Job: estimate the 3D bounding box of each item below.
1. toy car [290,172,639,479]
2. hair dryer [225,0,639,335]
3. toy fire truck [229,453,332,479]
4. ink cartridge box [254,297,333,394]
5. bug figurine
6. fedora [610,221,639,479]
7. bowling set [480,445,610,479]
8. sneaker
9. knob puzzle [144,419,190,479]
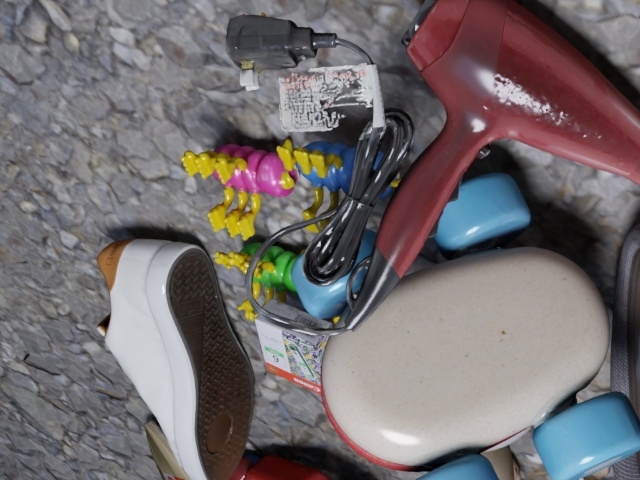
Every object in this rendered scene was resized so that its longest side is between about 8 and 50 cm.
[{"bbox_3d":[0.101,0.109,0.985,0.238,0.210,0.219,91,155,-69],"label":"toy car"},{"bbox_3d":[0.086,-0.062,0.875,0.294,0.080,0.223,-6,101,5],"label":"hair dryer"},{"bbox_3d":[-0.007,0.350,1.385,0.254,0.169,0.302,30,144,35],"label":"toy fire truck"},{"bbox_3d":[-0.017,0.104,1.127,0.063,0.029,0.115,21,144,24],"label":"ink cartridge box"},{"bbox_3d":[0.000,0.000,1.074,0.216,0.072,0.279,17,143,30],"label":"bug figurine"},{"bbox_3d":[0.285,0.107,0.900,0.124,0.243,0.275,-4,119,1],"label":"fedora"},{"bbox_3d":[0.223,0.256,1.152,0.200,0.154,0.287,3,133,8],"label":"bowling set"},{"bbox_3d":[-0.148,0.118,1.286,0.123,0.106,0.290,11,125,32],"label":"sneaker"},{"bbox_3d":[-0.140,0.284,1.460,0.213,0.030,0.213,50,159,28],"label":"knob puzzle"}]
